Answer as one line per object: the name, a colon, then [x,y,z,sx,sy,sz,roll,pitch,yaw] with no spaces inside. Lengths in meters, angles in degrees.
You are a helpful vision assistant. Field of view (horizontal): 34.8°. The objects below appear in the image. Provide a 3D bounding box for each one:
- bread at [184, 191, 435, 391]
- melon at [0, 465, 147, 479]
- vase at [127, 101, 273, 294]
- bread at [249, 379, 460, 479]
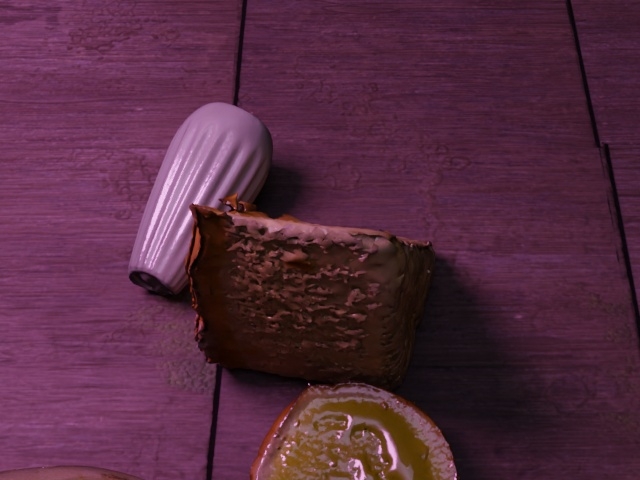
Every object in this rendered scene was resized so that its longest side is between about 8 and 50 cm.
bread: [0.000,0.000,1.120,0.248,0.315,0.279,14,49,9]
melon: [-0.234,0.334,0.905,0.330,0.268,0.268,3,55,9]
vase: [-0.154,-0.048,1.263,0.128,0.128,0.248,20,67,14]
bread: [0.033,0.260,1.073,0.236,0.070,0.236,-1,56,1]
